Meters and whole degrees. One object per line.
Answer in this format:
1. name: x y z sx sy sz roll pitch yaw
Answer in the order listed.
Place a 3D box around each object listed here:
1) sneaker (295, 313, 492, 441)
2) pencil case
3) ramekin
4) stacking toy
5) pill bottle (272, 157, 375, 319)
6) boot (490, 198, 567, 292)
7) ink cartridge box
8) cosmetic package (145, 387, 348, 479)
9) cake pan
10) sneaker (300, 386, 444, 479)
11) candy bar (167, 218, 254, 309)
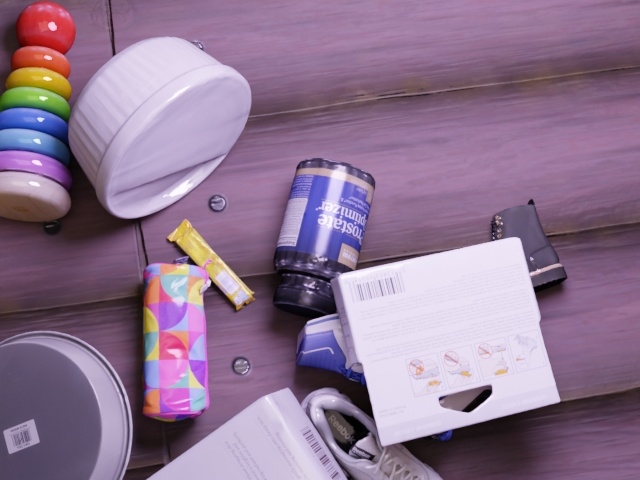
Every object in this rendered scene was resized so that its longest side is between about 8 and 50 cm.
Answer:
1. sneaker: 0.125 0.198 1.775 0.315 0.127 0.182 0 76 -5
2. pencil case: -0.208 0.142 1.783 0.104 0.104 0.237 1 79 -3
3. ramekin: -0.239 -0.170 1.771 0.273 0.273 0.127 -42 71 -11
4. stacking toy: -0.422 -0.201 1.839 0.141 0.141 0.331 5 71 -2
5. pill bottle: 0.000 0.000 1.813 0.122 0.123 0.219 13 77 -1
6. boot: 0.257 0.023 1.856 0.197 0.077 0.137 -13 74 -20
7. ink cartridge box: 0.174 0.138 1.712 0.275 0.060 0.239 -11 83 -15
8. cosmetic package: -0.154 0.395 1.659 0.385 0.156 0.217 -34 82 6
9. cake pan: -0.406 0.269 1.718 0.293 0.054 0.293 -3 80 15
10. sneaker: 0.086 0.322 1.752 0.292 0.118 0.110 40 77 4
11. candy bar: -0.162 0.038 1.847 0.040 0.018 0.161 -43 84 -7
